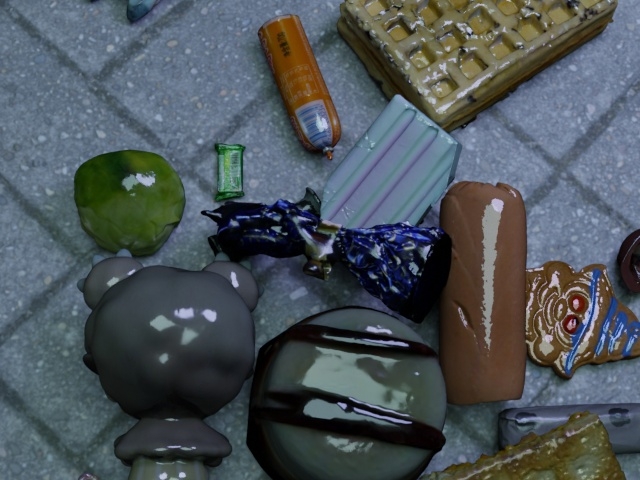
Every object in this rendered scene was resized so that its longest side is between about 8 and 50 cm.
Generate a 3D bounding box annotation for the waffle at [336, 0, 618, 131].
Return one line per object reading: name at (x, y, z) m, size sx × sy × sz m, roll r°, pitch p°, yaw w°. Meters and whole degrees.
waffle at (0.239, -0.347, 1.622) m, size 0.376 × 0.114 × 0.261 m, roll -34°, pitch 74°, yaw -15°

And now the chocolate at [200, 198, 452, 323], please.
chocolate at (-0.004, 0.001, 1.385) m, size 0.343 × 0.126 × 0.148 m, roll 18°, pitch 34°, yaw 14°

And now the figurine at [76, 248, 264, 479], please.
figurine at (-0.194, 0.192, 1.343) m, size 0.248 × 0.203 × 0.380 m, roll 2°, pitch 72°, yaw -8°

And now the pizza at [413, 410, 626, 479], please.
pizza at (0.277, 0.377, 1.363) m, size 0.268 × 0.087 × 0.257 m, roll -20°, pitch 96°, yaw -6°

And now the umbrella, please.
umbrella at (0.410, 0.258, 1.442) m, size 0.337 × 0.067 × 0.073 m, roll -1°, pitch 101°, yaw -6°

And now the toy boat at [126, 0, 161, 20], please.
toy boat at (-0.272, -0.440, 1.638) m, size 0.134 × 0.079 × 0.207 m, roll 26°, pitch 81°, yaw 12°

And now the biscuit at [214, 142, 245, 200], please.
biscuit at (-0.133, -0.101, 1.549) m, size 0.046 × 0.016 × 0.089 m, roll -1°, pitch 70°, yaw -3°

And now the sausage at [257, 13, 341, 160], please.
sausage at (-0.025, -0.223, 1.574) m, size 0.071 × 0.071 × 0.234 m, roll -17°, pitch 72°, yaw -11°

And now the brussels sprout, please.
brussels sprout at (-0.266, -0.061, 1.468) m, size 0.152 × 0.122 × 0.149 m, roll -32°, pitch 73°, yaw -16°

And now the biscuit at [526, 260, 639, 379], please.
biscuit at (0.344, 0.105, 1.511) m, size 0.280 × 0.043 × 0.183 m, roll 17°, pitch 67°, yaw -2°

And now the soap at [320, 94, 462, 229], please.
soap at (0.095, -0.069, 1.483) m, size 0.145 × 0.091 × 0.230 m, roll 41°, pitch 99°, yaw 13°

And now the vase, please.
vase at (-0.074, -0.017, 1.502) m, size 0.167 × 0.059 × 0.059 m, roll -27°, pitch 75°, yaw -14°

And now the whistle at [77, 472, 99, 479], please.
whistle at (-0.323, 0.457, 1.283) m, size 0.142 × 0.134 × 0.346 m, roll 21°, pitch 75°, yaw -36°

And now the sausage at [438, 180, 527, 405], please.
sausage at (0.221, 0.070, 1.435) m, size 0.121 × 0.121 × 0.304 m, roll 1°, pitch 87°, yaw -5°

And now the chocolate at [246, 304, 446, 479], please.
chocolate at (0.032, 0.201, 1.347) m, size 0.284 × 0.186 × 0.283 m, roll -1°, pitch 74°, yaw 4°

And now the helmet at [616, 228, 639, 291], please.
helmet at (0.464, 0.018, 1.536) m, size 0.111 × 0.057 × 0.089 m, roll -37°, pitch 120°, yaw -11°
